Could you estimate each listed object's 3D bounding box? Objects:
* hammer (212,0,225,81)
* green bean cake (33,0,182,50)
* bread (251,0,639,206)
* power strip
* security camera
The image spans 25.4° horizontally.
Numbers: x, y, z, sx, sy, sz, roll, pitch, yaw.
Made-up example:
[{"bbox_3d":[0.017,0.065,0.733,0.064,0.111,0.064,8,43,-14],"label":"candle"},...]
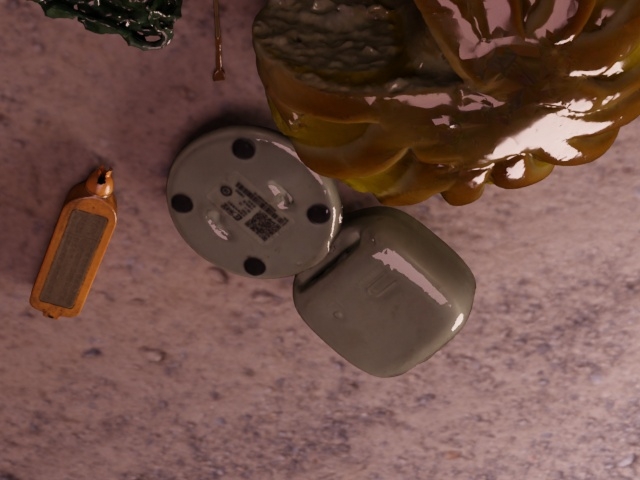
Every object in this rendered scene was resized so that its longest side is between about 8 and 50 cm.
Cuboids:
[{"bbox_3d":[-0.084,-0.181,1.153,0.029,0.014,0.123,5,132,5],"label":"hammer"},{"bbox_3d":[-0.160,-0.260,1.026,0.193,0.107,0.208,22,124,-18],"label":"green bean cake"},{"bbox_3d":[0.121,-0.149,1.093,0.333,0.160,0.333,-2,131,-2],"label":"bread"},{"bbox_3d":[-0.219,0.001,1.283,0.049,0.028,0.178,17,127,-15],"label":"power strip"},{"bbox_3d":[0.000,0.000,1.267,0.301,0.080,0.157,39,126,-17],"label":"security camera"}]
